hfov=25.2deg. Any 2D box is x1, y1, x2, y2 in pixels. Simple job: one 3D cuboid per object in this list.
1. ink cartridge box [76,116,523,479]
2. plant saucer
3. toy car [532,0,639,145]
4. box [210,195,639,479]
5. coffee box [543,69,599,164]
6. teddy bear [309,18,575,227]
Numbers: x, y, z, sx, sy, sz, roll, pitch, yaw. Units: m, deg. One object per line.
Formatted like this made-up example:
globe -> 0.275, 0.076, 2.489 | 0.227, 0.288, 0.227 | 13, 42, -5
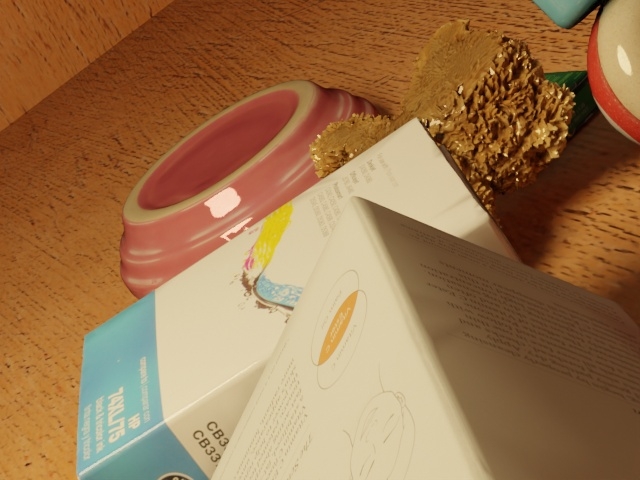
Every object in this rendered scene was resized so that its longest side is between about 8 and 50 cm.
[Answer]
ink cartridge box -> 0.017, 0.096, 0.884 | 0.270, 0.198, 0.197 | -33, 21, 5
plant saucer -> -0.089, -0.068, 1.543 | 0.332, 0.084, 0.332 | -29, 22, 13
toy car -> 0.269, -0.131, 1.069 | 0.210, 0.219, 0.238 | -42, -7, -16
box -> 0.066, 0.155, 0.617 | 0.215, 0.168, 0.345 | -64, 15, 17
coffee box -> 0.161, -0.106, 1.313 | 0.113, 0.040, 0.184 | -44, 23, -22
teddy bear -> 0.062, -0.010, 1.135 | 0.245, 0.113, 0.338 | 8, 64, 52
